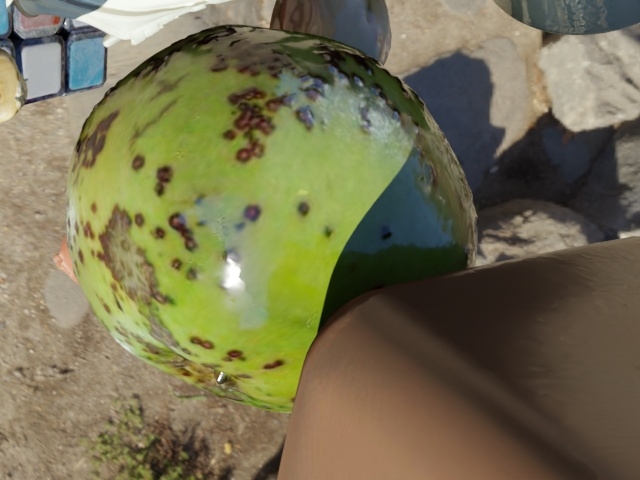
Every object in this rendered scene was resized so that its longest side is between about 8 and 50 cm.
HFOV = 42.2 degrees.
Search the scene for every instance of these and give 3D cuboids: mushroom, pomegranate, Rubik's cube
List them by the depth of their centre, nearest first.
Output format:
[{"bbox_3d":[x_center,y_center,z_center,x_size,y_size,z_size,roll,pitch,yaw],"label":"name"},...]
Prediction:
[{"bbox_3d":[-0.022,-0.058,0.588,0.285,0.285,0.341,32,64,-35],"label":"pomegranate"},{"bbox_3d":[-0.298,-0.140,0.716,0.059,0.202,0.054,-40,122,-13],"label":"mushroom"},{"bbox_3d":[-0.585,-0.431,1.364,0.359,0.362,0.363,-30,133,-55],"label":"Rubik's cube"}]

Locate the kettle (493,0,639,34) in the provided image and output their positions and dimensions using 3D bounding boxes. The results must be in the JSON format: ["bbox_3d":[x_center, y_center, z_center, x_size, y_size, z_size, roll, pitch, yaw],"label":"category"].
[{"bbox_3d":[0.171,-0.397,0.716,0.250,0.361,0.376,-60,151,-4],"label":"kettle"}]

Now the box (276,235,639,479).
[{"bbox_3d":[0.164,0.152,0.458,0.339,0.229,0.239,-8,120,-37],"label":"box"}]

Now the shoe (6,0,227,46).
[{"bbox_3d":[-0.177,-0.260,0.832,0.316,0.159,0.124,4,55,-15],"label":"shoe"}]

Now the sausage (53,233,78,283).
[{"bbox_3d":[-0.400,0.001,1.640,0.254,0.148,0.148,-27,114,-8],"label":"sausage"}]
